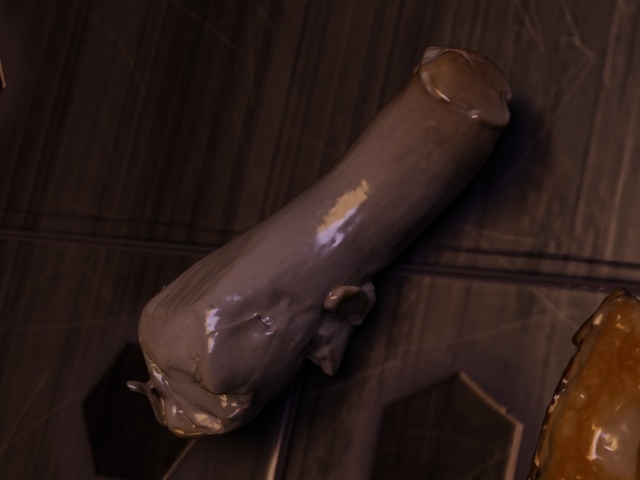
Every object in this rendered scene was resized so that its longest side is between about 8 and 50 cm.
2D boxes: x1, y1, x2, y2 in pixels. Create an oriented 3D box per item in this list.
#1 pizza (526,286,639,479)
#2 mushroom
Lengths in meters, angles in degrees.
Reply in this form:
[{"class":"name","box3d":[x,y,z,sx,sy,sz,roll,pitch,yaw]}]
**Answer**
[{"class":"pizza","box3d":[0.189,0.178,0.820,0.223,0.089,0.323,-4,73,38]},{"class":"mushroom","box3d":[0.000,0.001,0.992,0.278,0.096,0.099,-44,58,6]}]
